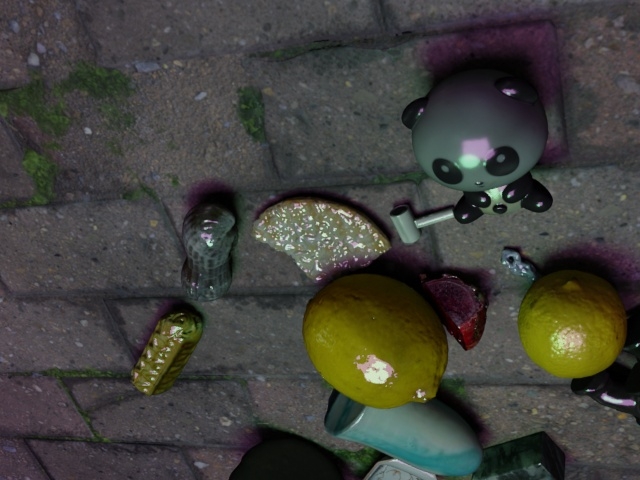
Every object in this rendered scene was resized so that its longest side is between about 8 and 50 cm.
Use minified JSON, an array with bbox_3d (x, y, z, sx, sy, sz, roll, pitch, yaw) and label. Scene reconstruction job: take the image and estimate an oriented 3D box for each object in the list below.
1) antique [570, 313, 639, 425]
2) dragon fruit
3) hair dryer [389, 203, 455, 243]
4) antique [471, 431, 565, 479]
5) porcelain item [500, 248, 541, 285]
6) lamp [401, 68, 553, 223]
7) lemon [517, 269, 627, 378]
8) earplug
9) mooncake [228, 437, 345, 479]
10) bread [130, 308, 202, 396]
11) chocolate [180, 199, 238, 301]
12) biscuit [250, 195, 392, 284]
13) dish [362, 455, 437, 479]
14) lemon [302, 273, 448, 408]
[{"bbox_3d":[0.604,0.258,1.397,0.255,0.185,0.322,34,161,-16],"label":"antique"},{"bbox_3d":[0.253,0.112,1.481,0.096,0.147,0.102,-34,141,-4],"label":"dragon fruit"},{"bbox_3d":[0.185,-0.040,1.416,0.124,0.038,0.063,-17,121,23],"label":"hair dryer"},{"bbox_3d":[0.407,0.478,1.730,0.183,0.086,0.088,-28,114,35],"label":"antique"},{"bbox_3d":[0.344,0.045,1.433,0.083,0.028,0.036,40,113,-13],"label":"porcelain item"},{"bbox_3d":[0.241,-0.137,1.224,0.198,0.197,0.244,-9,133,25],"label":"lamp"},{"bbox_3d":[0.421,0.144,1.390,0.178,0.178,0.203,1,130,18],"label":"lemon"},{"bbox_3d":[0.191,0.379,1.683,0.324,0.185,0.185,31,132,-17],"label":"earplug"},{"bbox_3d":[-0.077,0.590,1.865,0.283,0.283,0.141,24,132,-1],"label":"mooncake"},{"bbox_3d":[-0.331,0.239,1.789,0.098,0.087,0.269,30,132,-5],"label":"bread"},{"bbox_3d":[-0.211,0.023,1.557,0.110,0.110,0.248,18,130,5],"label":"chocolate"},{"bbox_3d":[0.000,0.000,1.508,0.265,0.040,0.188,10,130,13],"label":"biscuit"},{"bbox_3d":[0.177,0.543,1.878,0.154,0.064,0.234,25,133,-2],"label":"dish"},{"bbox_3d":[0.097,0.177,1.490,0.263,0.236,0.236,40,130,-3],"label":"lemon"}]
